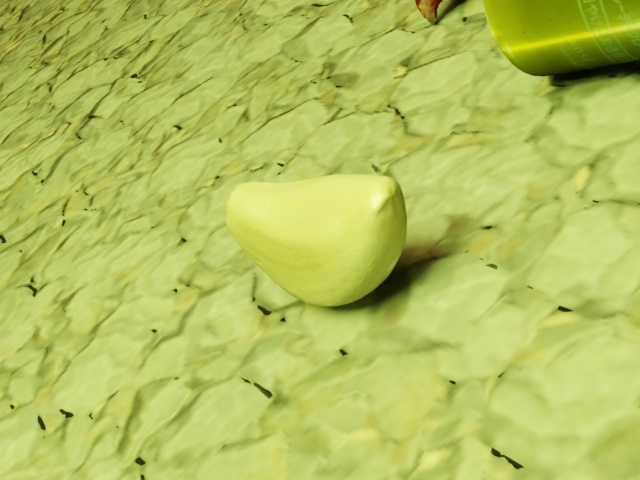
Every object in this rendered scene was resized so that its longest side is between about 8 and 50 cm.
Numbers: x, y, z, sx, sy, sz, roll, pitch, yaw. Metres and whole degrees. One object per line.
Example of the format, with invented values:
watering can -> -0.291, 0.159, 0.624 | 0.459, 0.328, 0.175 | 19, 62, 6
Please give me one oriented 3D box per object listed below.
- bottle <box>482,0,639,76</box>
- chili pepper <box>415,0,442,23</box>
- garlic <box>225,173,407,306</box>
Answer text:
bottle -> 0.196, -0.116, 0.326 | 0.286, 0.082, 0.082 | -4, 42, 40
chili pepper -> 0.214, -0.228, 0.480 | 0.368, 0.092, 0.137 | -20, 63, 28
garlic -> 0.000, -0.001, 0.372 | 0.083, 0.053, 0.041 | 4, 46, 37
